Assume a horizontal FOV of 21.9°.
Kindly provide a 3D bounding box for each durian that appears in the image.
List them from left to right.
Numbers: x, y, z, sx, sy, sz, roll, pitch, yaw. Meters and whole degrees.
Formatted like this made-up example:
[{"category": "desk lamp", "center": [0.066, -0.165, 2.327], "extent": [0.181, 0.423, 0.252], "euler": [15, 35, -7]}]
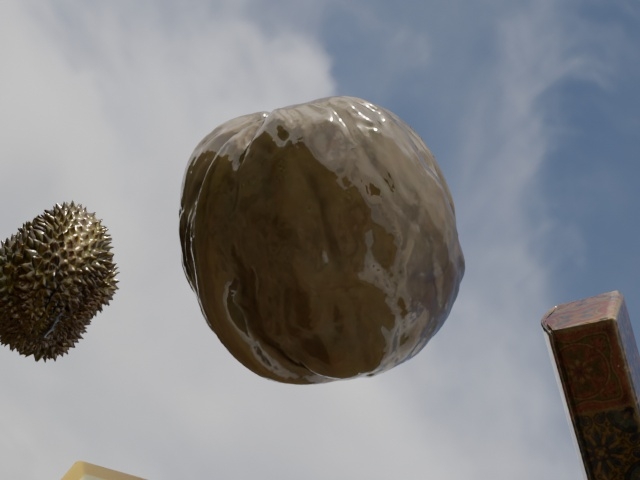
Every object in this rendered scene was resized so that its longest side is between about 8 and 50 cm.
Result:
[{"category": "durian", "center": [-0.280, 0.047, 1.697], "extent": [0.137, 0.168, 0.158], "euler": [12, -62, 3]}]

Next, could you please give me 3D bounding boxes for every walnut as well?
[{"category": "walnut", "center": [0.000, 0.000, 1.532], "extent": [0.296, 0.285, 0.285], "euler": [4, -50, 56]}]

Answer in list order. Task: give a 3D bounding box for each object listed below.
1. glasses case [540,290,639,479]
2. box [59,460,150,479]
[{"category": "glasses case", "center": [0.183, 0.145, 0.987], "extent": [0.075, 0.049, 0.218], "euler": [-38, 113, -72]}, {"category": "box", "center": [-0.158, 0.382, 1.328], "extent": [0.214, 0.259, 0.283], "euler": [10, -55, 24]}]
